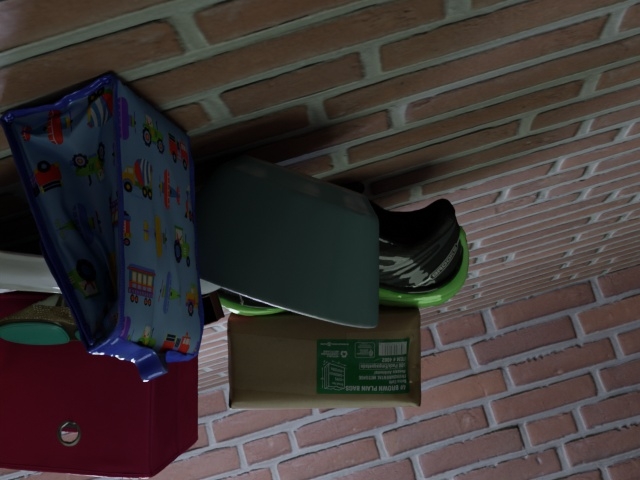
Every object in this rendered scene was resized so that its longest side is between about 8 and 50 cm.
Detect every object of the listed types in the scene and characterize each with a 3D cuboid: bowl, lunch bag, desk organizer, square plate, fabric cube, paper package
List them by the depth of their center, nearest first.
[{"bbox_3d":[-0.204,0.006,1.068,0.138,0.293,0.221,-19,166,10],"label":"lunch bag"},{"bbox_3d":[-0.046,-0.011,1.307,0.311,0.163,0.311,19,-176,-1],"label":"bowl"},{"bbox_3d":[-0.351,0.045,1.314,0.347,0.049,0.344,2,177,30],"label":"square plate"},{"bbox_3d":[-0.192,0.067,1.489,0.047,0.130,0.050,-12,-168,20],"label":"desk organizer"},{"bbox_3d":[-0.338,0.204,1.535,0.254,0.258,0.259,3,-178,8],"label":"fabric cube"},{"bbox_3d":[0.006,0.175,1.738,0.324,0.168,0.309,-1,-169,1],"label":"paper package"}]

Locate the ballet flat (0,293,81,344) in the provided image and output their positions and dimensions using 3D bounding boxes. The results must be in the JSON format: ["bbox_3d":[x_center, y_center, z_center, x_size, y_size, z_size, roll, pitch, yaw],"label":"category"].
[{"bbox_3d":[-0.345,0.109,1.379,0.206,0.067,0.073,3,147,0],"label":"ballet flat"}]

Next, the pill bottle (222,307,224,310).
[{"bbox_3d":[-0.263,0.101,1.756,0.186,0.112,0.112,-4,162,-40],"label":"pill bottle"}]

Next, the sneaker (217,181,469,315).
[{"bbox_3d":[0.000,0.000,1.609,0.482,0.185,0.202,-4,120,-5],"label":"sneaker"}]

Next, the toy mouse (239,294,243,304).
[{"bbox_3d":[-0.164,0.002,1.519,0.143,0.161,0.031,15,-173,9],"label":"toy mouse"}]
